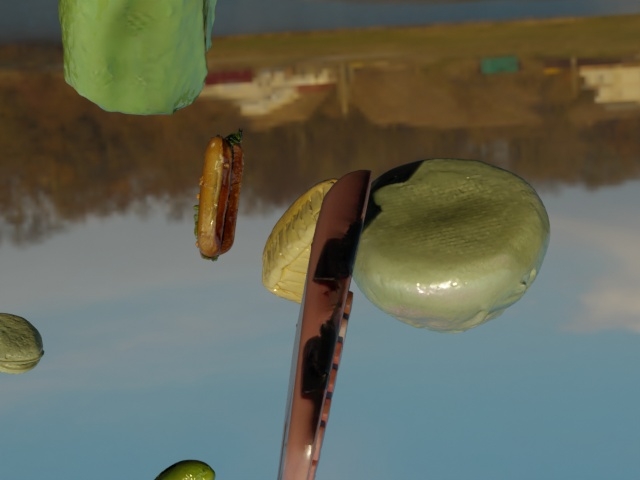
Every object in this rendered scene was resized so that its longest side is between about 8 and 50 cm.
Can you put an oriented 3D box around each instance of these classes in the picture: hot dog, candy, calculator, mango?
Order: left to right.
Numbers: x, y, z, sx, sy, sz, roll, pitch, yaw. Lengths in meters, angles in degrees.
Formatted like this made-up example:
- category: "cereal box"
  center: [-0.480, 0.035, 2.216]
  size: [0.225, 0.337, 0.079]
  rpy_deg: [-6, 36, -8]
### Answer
- category: "candy"
  center: [-0.130, -0.267, 1.075]
  size: [0.132, 0.343, 0.142]
  rpy_deg: [-2, -152, -16]
- category: "mango"
  center: [-0.202, 0.365, 1.947]
  size: [0.091, 0.165, 0.074]
  rpy_deg: [41, -170, 3]
- category: "hot dog"
  center: [-0.144, -0.065, 1.974]
  size: [0.055, 0.188, 0.072]
  rpy_deg: [9, -176, 25]
- category: "calculator"
  center: [-0.005, 0.107, 1.261]
  size: [0.048, 0.330, 0.220]
  rpy_deg: [11, 144, -1]

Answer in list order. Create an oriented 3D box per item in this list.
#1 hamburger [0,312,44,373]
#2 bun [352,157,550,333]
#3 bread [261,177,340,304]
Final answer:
- category: "hamburger"
  center: [-0.440, 0.156, 2.049]
  size: [0.084, 0.054, 0.121]
  rpy_deg: [20, -161, -6]
- category: "bun"
  center: [0.167, 0.021, 1.896]
  size: [0.283, 0.179, 0.283]
  rpy_deg: [-2, -139, 2]
- category: "bread"
  center: [0.000, 0.000, 2.275]
  size: [0.140, 0.236, 0.106]
  rpy_deg: [22, -140, -24]
